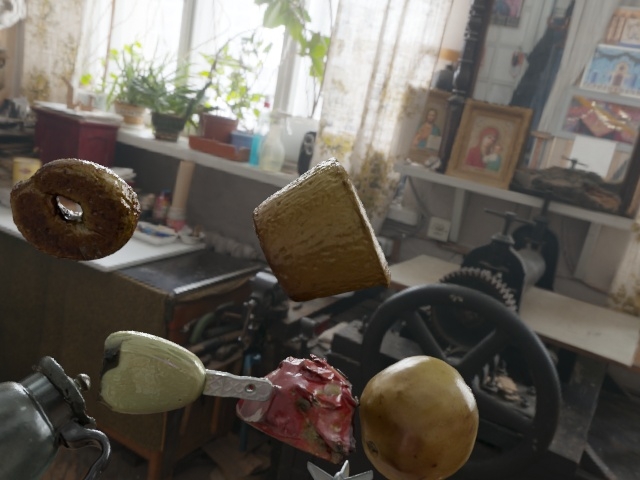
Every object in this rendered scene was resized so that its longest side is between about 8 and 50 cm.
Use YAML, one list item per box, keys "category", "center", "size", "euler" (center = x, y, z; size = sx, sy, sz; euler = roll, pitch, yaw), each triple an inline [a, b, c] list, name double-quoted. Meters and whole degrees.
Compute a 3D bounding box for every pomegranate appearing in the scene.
- category: "pomegranate"
  center: [0.176, 0.326, 1.036]
  size: [0.233, 0.233, 0.233]
  euler: [10, 15, -3]

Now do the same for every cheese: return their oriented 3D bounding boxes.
- category: "cheese"
  center: [-0.197, 0.208, 0.845]
  size: [0.251, 0.127, 0.054]
  euler: [11, 20, -10]

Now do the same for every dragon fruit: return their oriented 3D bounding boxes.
- category: "dragon fruit"
  center: [-0.045, 0.290, 1.001]
  size: [0.189, 0.163, 0.261]
  euler: [1, 5, -38]

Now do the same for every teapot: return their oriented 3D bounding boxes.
- category: "teapot"
  center: [-0.532, 0.349, 1.040]
  size: [0.305, 0.223, 0.285]
  euler: [7, 33, 42]

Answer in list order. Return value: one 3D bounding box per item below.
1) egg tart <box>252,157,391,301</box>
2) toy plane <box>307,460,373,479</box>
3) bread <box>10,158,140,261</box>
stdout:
- category: "egg tart"
  center: [0.000, 0.000, 0.799]
  size: [0.147, 0.202, 0.202]
  euler: [-26, 17, 2]
- category: "toy plane"
  center: [0.038, 0.506, 0.971]
  size: [0.251, 0.255, 0.101]
  euler: [-1, 10, 22]
- category: "bread"
  center: [-0.379, -0.046, 0.889]
  size: [0.193, 0.193, 0.064]
  euler: [7, 35, -12]
